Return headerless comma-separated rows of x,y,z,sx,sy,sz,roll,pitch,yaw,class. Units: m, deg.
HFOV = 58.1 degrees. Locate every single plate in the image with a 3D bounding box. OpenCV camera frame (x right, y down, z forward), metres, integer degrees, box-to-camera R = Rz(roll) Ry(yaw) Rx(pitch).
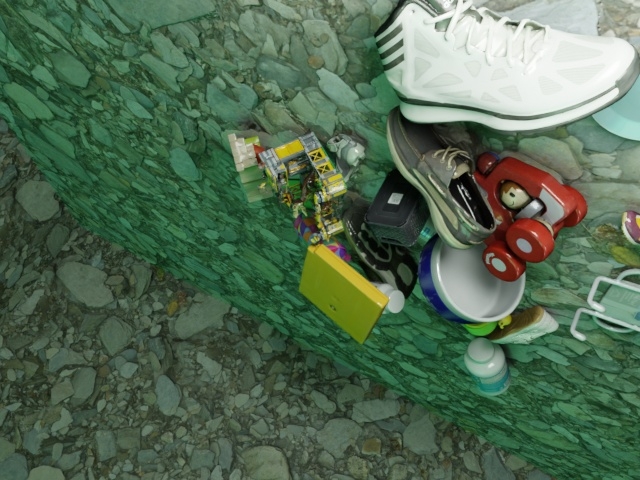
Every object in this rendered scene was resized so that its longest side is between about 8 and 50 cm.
0.547,-0.240,0.966,0.188,0.024,0.188,25,157,11,plate

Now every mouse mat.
-0.061,-0.149,1.872,0.189,0.007,0.153,8,148,43,mouse mat

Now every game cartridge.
0.062,0.164,1.776,0.285,0.052,0.324,39,152,13,game cartridge

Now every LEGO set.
-0.061,-0.123,1.591,0.331,0.192,0.255,98,147,-70,LEGO set

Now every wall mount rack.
0.810,0.220,1.445,0.303,0.131,0.350,21,156,21,wall mount rack

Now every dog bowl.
0.390,0.082,1.488,0.264,0.265,0.104,34,159,-10,dog bowl

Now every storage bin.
0.207,-0.086,1.469,0.122,0.180,0.084,11,149,37,storage bin

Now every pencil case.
0.000,0.000,1.868,0.236,0.104,0.104,51,176,44,pencil case

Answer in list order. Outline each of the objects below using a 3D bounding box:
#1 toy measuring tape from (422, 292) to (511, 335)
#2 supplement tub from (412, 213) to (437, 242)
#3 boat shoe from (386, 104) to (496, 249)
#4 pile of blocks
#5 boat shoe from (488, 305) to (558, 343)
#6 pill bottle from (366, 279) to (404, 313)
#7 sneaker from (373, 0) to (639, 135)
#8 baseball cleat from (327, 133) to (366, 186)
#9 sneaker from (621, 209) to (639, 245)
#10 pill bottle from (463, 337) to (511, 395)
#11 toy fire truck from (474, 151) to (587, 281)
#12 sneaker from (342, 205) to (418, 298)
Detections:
0.468,0.243,1.908,0.329,0.121,0.121,8,149,41,toy measuring tape
0.316,-0.023,1.606,0.107,0.071,0.071,31,157,-4,supplement tub
0.276,-0.151,1.255,0.356,0.132,0.130,57,146,-6,boat shoe
-0.198,-0.236,1.771,0.112,0.149,0.362,-15,164,-4,pile of blocks
0.639,0.290,1.823,0.096,0.098,0.277,33,155,-5,boat shoe
0.177,0.176,1.780,0.094,0.094,0.169,45,159,-30,pill bottle
0.265,-0.320,0.948,0.447,0.169,0.257,9,151,44,sneaker
0.061,-0.220,1.537,0.109,0.072,0.206,45,155,6,baseball cleat
0.706,-0.011,1.198,0.185,0.070,0.083,33,148,-22,sneaker
0.615,0.459,2.129,0.146,0.146,0.264,13,150,34,pill bottle
0.425,-0.070,1.304,0.254,0.169,0.302,46,158,11,toy fire truck
0.148,0.048,1.824,0.181,0.158,0.410,2,143,40,sneaker
